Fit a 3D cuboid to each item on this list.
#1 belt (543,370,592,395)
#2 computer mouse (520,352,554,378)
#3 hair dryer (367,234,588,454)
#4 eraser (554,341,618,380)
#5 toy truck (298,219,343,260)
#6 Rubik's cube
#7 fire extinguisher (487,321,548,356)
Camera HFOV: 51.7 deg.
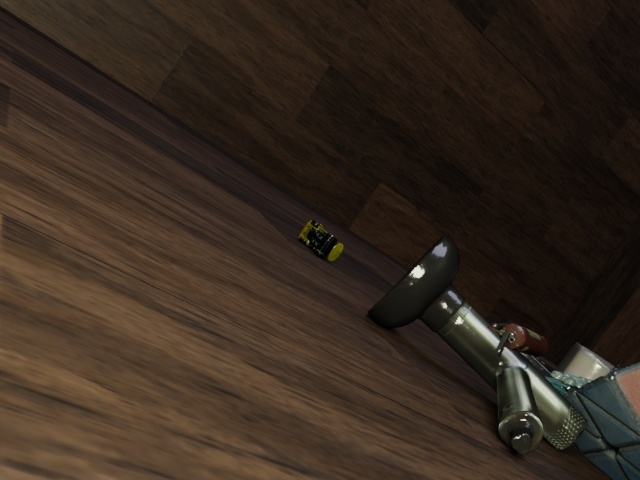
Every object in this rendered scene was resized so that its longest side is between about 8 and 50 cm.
[{"bbox_3d":[0.389,0.251,1.131,0.179,0.100,0.065,30,2,-14],"label":"belt"},{"bbox_3d":[0.410,0.262,1.293,0.217,0.073,0.122,45,12,31],"label":"computer mouse"},{"bbox_3d":[0.213,0.133,0.826,0.320,0.156,0.284,44,-3,16],"label":"hair dryer"},{"bbox_3d":[0.633,0.351,1.498,0.331,0.150,0.331,33,8,-5],"label":"eraser"},{"bbox_3d":[0.000,0.000,1.260,0.083,0.049,0.054,40,6,41],"label":"toy truck"},{"bbox_3d":[0.449,0.244,0.918,0.228,0.233,0.228,15,24,5],"label":"Rubik's cube"},{"bbox_3d":[0.228,0.110,0.769,0.173,0.035,0.049,24,38,-59],"label":"fire extinguisher"}]
